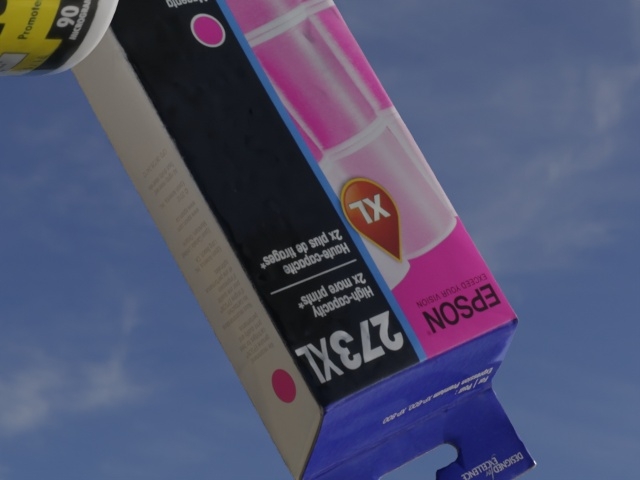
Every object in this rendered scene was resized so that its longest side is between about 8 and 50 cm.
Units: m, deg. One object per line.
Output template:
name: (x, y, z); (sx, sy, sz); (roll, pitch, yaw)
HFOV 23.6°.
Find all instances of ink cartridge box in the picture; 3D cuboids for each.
ink cartridge box: (0.000, 0.000, 0.943); (0.175, 0.371, 0.069); (-21, -12, -40)

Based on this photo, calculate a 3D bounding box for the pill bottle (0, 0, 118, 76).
pill bottle: (-0.200, -0.131, 0.671); (0.119, 0.119, 0.208); (-20, -8, 42)
